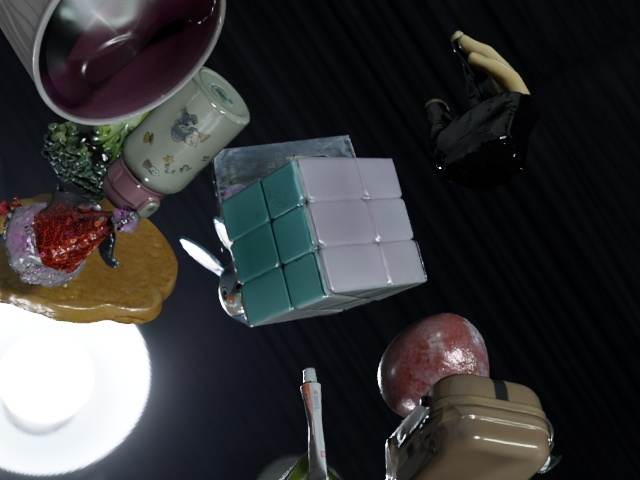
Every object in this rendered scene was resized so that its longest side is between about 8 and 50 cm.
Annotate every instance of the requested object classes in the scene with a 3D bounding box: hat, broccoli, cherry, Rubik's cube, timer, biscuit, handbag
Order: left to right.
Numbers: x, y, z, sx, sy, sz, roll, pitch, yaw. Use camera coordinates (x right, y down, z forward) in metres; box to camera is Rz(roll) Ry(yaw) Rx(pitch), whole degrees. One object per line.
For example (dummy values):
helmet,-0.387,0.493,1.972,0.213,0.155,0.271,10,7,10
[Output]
hat,-0.335,-0.019,1.243,0.227,0.140,0.129,-17,179,33
biscuit,-0.438,0.031,1.640,0.351,0.312,0.057,1,132,-27
broccoli,-0.344,-0.207,1.563,0.145,0.165,0.304,0,-137,33
timer,-0.173,0.083,1.923,0.175,0.255,0.175,-25,-131,33
Rubik's cube,0.000,0.000,1.481,0.221,0.225,0.231,-5,167,-40
cherry,0.248,0.296,1.955,0.285,0.236,0.213,-62,-147,22
handbag,0.275,0.362,1.552,0.302,0.283,0.149,116,-21,-46

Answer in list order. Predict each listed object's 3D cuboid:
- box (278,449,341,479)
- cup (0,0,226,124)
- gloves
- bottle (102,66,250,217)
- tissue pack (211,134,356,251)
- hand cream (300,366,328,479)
box,-0.147,0.644,1.770,0.373,0.138,0.420,-49,174,17
cup,-0.248,-0.303,0.910,0.208,0.273,0.288,-28,152,-19
gloves,0.252,-0.213,1.476,0.197,0.301,0.152,-27,146,36
bottle,-0.212,-0.129,1.265,0.233,0.110,0.110,-42,180,20
tissue pack,-0.080,-0.118,2.206,0.361,0.259,0.122,-7,149,-6
hand cream,-0.012,0.336,1.638,0.038,0.216,0.052,-4,153,-2
